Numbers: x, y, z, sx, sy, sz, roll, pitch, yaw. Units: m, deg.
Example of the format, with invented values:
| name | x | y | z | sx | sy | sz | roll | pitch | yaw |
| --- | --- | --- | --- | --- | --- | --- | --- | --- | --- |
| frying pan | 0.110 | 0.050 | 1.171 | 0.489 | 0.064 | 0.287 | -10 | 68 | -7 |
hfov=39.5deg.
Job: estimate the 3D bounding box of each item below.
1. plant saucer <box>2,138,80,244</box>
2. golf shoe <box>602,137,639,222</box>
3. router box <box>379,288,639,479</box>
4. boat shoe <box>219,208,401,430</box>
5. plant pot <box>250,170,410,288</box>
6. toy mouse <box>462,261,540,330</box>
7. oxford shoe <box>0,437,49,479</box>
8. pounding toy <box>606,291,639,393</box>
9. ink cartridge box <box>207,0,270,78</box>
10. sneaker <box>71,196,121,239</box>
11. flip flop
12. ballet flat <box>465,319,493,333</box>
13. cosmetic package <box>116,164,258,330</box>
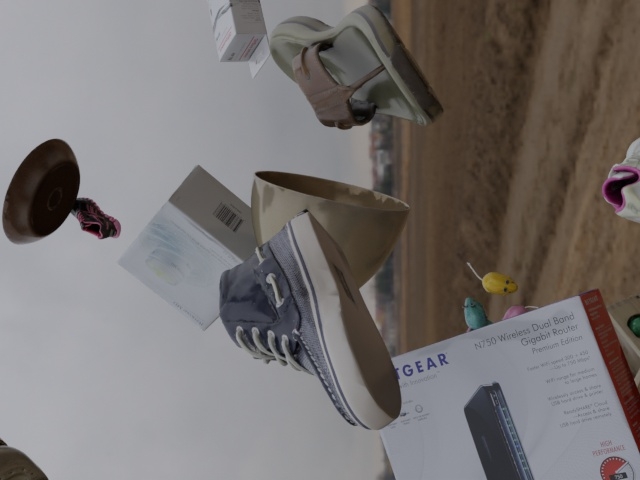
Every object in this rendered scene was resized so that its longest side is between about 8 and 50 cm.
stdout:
| name | x | y | z | sx | sy | sz | roll | pitch | yaw |
| --- | --- | --- | --- | --- | --- | --- | --- | --- | --- |
| plant saucer | -0.472 | -0.078 | 1.543 | 0.199 | 0.036 | 0.199 | -60 | -15 | -27 |
| golf shoe | 0.522 | -0.106 | 1.443 | 0.306 | 0.140 | 0.115 | -75 | -8 | -67 |
| router box | 0.246 | 0.257 | 1.146 | 0.082 | 0.335 | 0.301 | -7 | -105 | -56 |
| boat shoe | -0.023 | 0.116 | 1.045 | 0.127 | 0.158 | 0.341 | 48 | -167 | -34 |
| plant pot | 0.000 | 0.000 | 1.587 | 0.284 | 0.284 | 0.191 | -66 | -10 | -79 |
| toy mouse | 0.305 | 0.129 | 1.567 | 0.031 | 0.161 | 0.143 | 13 | -84 | -63 |
| oxford shoe | -0.430 | 0.399 | 1.018 | 0.348 | 0.130 | 0.123 | -67 | -24 | -5 |
| pounding toy | 0.500 | 0.153 | 1.350 | 0.141 | 0.100 | 0.130 | 87 | 157 | -51 |
| ink cartridge box | -0.147 | -0.386 | 1.569 | 0.104 | 0.060 | 0.180 | 141 | 120 | -61 |
| sneaker | -0.421 | -0.038 | 1.620 | 0.057 | 0.119 | 0.047 | -31 | -34 | -53 |
| flip flop | 0.013 | -0.139 | 0.767 | 0.112 | 0.080 | 0.277 | 53 | 168 | -28 |
| ballet flat | 0.285 | 0.227 | 1.693 | 0.079 | 0.076 | 0.221 | -63 | -6 | 30 |
| cosmetic package | -0.235 | 0.019 | 1.737 | 0.224 | 0.224 | 0.138 | -43 | 11 | 40 |
